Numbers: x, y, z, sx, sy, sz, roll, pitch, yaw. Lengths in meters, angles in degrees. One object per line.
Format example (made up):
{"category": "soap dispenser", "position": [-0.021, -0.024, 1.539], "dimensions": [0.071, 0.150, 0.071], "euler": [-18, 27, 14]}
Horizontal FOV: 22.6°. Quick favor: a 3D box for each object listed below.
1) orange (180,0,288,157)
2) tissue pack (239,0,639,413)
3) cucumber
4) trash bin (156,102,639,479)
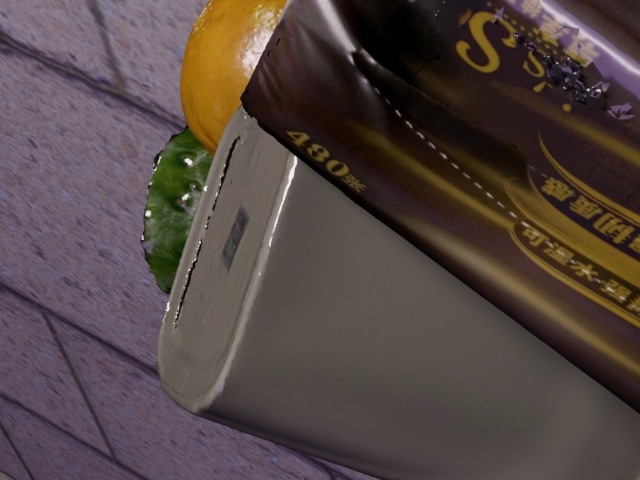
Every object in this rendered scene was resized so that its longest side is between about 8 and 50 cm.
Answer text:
{"category": "orange", "position": [-0.012, -0.087, 0.962], "dimensions": [0.156, 0.124, 0.156], "euler": [31, 152, 19]}
{"category": "tissue pack", "position": [0.178, -0.050, 0.680], "dimensions": [0.370, 0.198, 0.210], "euler": [36, 147, 2]}
{"category": "cucumber", "position": [0.000, -0.003, 1.101], "dimensions": [0.244, 0.134, 0.134], "euler": [13, 146, 34]}
{"category": "trash bin", "position": [0.064, 0.035, 0.841], "dimensions": [0.250, 0.219, 0.220], "euler": [19, 176, -17]}
